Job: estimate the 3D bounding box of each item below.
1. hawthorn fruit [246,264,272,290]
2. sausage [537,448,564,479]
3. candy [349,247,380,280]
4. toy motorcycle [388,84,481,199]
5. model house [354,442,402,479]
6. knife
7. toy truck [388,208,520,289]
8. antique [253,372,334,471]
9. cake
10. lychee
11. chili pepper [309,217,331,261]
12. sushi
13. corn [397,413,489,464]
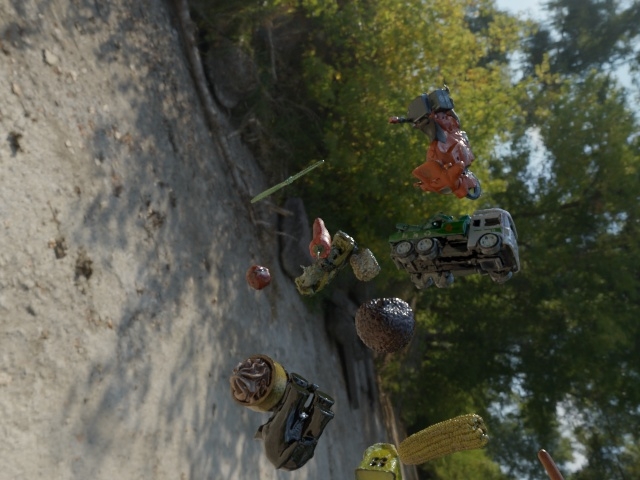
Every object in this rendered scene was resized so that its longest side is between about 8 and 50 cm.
[{"bbox_3d":[-0.208,0.126,1.755,0.093,0.093,0.093,-13,90,-83],"label":"hawthorn fruit"},{"bbox_3d":[0.851,0.839,1.892,0.039,0.041,0.131,36,24,-55],"label":"sausage"},{"bbox_3d":[0.159,0.088,1.859,0.110,0.095,0.085,57,1,20],"label":"candy"},{"bbox_3d":[0.322,-0.255,1.387,0.148,0.221,0.325,-31,-108,50],"label":"toy motorcycle"},{"bbox_3d":[0.253,0.931,2.012,0.234,0.175,0.193,-20,102,-63],"label":"model house"},{"bbox_3d":[-0.115,-0.199,1.745,0.019,0.293,0.043,59,11,-14],"label":"knife"},{"bbox_3d":[0.355,0.015,1.409,0.176,0.364,0.177,52,46,-40],"label":"toy truck"},{"bbox_3d":[-0.085,0.575,1.591,0.255,0.185,0.322,-64,-178,0],"label":"antique"},{"bbox_3d":[-0.225,0.485,1.775,0.178,0.208,0.185,55,44,-53],"label":"cake"},{"bbox_3d":[0.273,0.357,2.153,0.260,0.261,0.260,-13,90,-83],"label":"lychee"},{"bbox_3d":[0.000,0.000,1.538,0.272,0.064,0.071,-89,-178,-66],"label":"chili pepper"},{"bbox_3d":[0.010,0.083,1.969,0.131,0.291,0.139,28,16,-49],"label":"sushi"},{"bbox_3d":[0.352,0.588,1.495,0.101,0.292,0.101,39,32,-30],"label":"corn"}]
